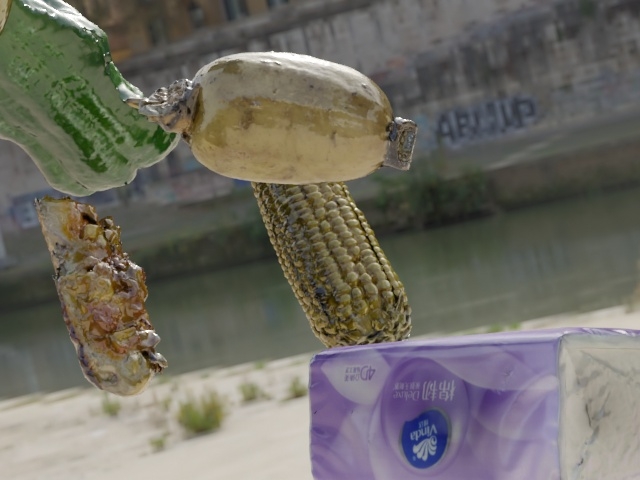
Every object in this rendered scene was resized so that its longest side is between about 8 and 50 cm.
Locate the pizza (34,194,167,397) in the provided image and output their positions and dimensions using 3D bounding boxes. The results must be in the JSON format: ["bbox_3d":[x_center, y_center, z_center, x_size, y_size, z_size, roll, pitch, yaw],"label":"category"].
[{"bbox_3d":[-0.213,0.045,1.466,0.086,0.161,0.305,-20,39,-7],"label":"pizza"}]

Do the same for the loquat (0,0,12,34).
[{"bbox_3d":[-0.321,-0.227,1.221,0.152,0.195,0.152,5,6,0],"label":"loquat"}]

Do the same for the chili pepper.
[{"bbox_3d":[-0.315,-0.195,1.573,0.167,0.385,0.213,-41,34,-5],"label":"chili pepper"}]

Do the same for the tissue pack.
[{"bbox_3d":[0.176,0.166,1.367,0.242,0.160,0.338,6,-10,-37],"label":"tissue pack"}]

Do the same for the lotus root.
[{"bbox_3d":[-0.023,-0.065,0.766,0.152,0.072,0.063,5,-31,-8],"label":"lotus root"}]

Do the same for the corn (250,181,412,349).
[{"bbox_3d":[0.000,0.000,1.645,0.115,0.318,0.115,-20,-28,-11],"label":"corn"}]
